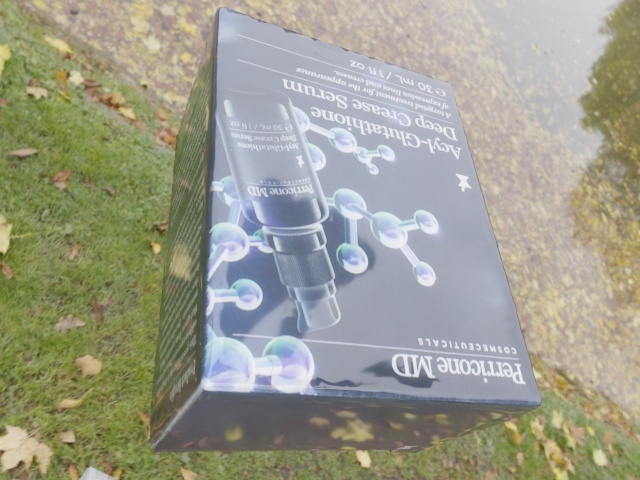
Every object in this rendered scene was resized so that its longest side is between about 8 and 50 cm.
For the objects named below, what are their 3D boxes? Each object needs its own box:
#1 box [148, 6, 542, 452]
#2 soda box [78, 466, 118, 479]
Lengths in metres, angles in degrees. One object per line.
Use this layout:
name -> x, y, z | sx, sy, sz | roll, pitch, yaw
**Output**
box -> 0.000, 0.000, 0.551 | 0.293, 0.212, 0.395 | 9, 57, -23
soda box -> -0.114, 0.209, 0.271 | 0.074, 0.216, 0.069 | 39, 78, -20
